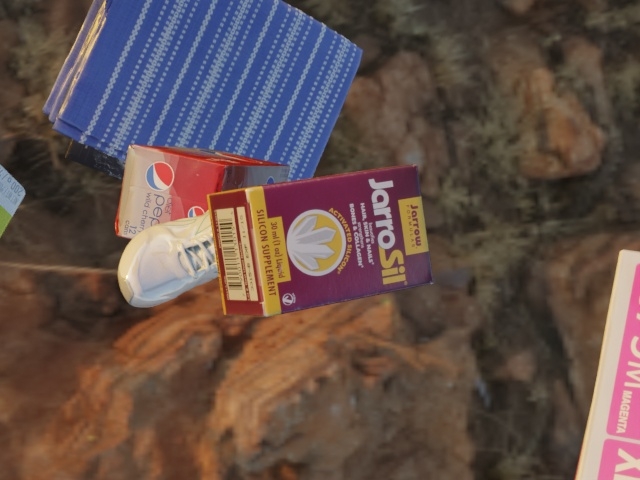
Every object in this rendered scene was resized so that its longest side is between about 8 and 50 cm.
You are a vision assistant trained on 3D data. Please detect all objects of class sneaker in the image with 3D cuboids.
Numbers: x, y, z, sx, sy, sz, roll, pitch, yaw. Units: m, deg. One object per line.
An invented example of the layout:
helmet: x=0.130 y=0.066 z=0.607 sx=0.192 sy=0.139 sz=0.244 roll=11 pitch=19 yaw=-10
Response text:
sneaker: x=-0.084 y=0.003 z=1.091 sx=0.152 sy=0.061 sz=0.054 roll=-31 pitch=105 yaw=-43

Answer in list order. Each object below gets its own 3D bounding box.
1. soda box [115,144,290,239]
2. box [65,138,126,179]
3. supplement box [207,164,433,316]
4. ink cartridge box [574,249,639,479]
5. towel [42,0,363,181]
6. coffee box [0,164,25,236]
soda box: x=-0.103 y=-0.039 z=1.389 sx=0.263 sy=0.092 sz=0.083 roll=-15 pitch=117 yaw=-78
box: x=-0.243 y=-0.160 z=2.021 sx=0.158 sy=0.156 sz=0.093 roll=21 pitch=49 yaw=-10
supplement box: x=0.000 y=0.000 z=0.635 sx=0.083 sy=0.043 sz=0.055 roll=-11 pitch=93 yaw=-28
ink cartridge box: x=0.322 y=0.119 z=0.918 sx=0.065 sy=0.311 sz=0.186 roll=77 pitch=26 yaw=-62
towel: x=-0.123 y=-0.175 z=1.669 sx=0.336 sy=0.040 sz=0.243 roll=25 pitch=88 yaw=-36
coffee box: x=-0.646 y=-0.017 z=1.857 sx=0.337 sy=0.338 sz=0.334 roll=47 pitch=52 yaw=-32
